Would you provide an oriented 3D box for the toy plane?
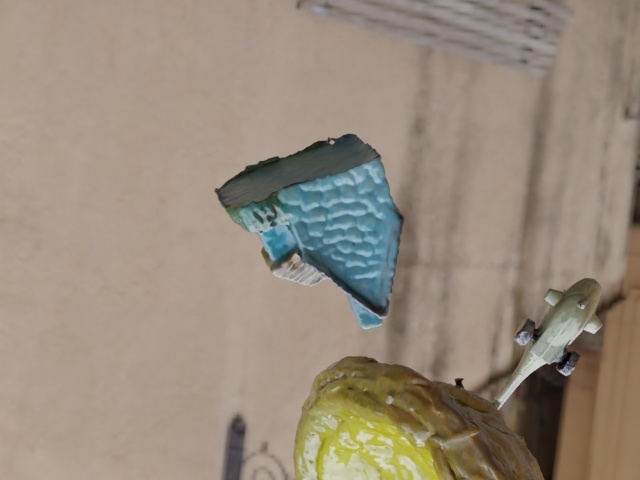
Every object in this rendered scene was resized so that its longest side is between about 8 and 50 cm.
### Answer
[{"bbox_3d":[0.299,0.160,1.803,0.092,0.286,0.108,33,-157,1],"label":"toy plane"}]

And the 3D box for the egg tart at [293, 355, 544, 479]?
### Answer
[{"bbox_3d":[0.111,0.250,1.178,0.132,0.345,0.345,-20,-164,-29],"label":"egg tart"}]

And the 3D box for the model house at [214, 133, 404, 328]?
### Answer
[{"bbox_3d":[0.000,0.000,1.824,0.225,0.241,0.261,-22,-165,-2],"label":"model house"}]
